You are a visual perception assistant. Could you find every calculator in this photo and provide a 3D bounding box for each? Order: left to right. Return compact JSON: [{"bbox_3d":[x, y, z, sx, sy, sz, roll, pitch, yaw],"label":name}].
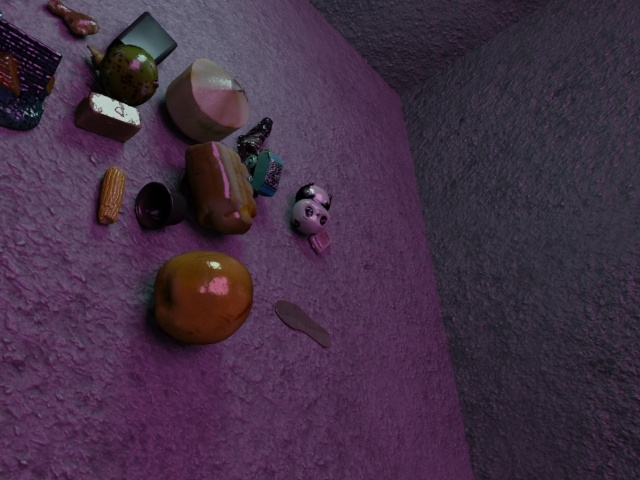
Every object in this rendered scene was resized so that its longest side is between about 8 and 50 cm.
[{"bbox_3d":[0.000,0.000,2.246,0.100,0.032,0.175,60,34,-7],"label":"calculator"}]

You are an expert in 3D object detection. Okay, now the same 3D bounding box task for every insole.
[{"bbox_3d":[-0.070,0.358,1.936,0.348,0.009,0.119,42,39,-30],"label":"insole"}]

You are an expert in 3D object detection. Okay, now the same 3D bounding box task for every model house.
[{"bbox_3d":[-0.846,-0.477,1.218,0.261,0.241,0.226,27,46,-43],"label":"model house"}]

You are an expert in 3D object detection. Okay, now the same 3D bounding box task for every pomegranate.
[{"bbox_3d":[-0.688,-0.581,1.562,0.263,0.211,0.211,21,42,-1],"label":"pomegranate"}]

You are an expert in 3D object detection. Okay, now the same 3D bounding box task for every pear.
[{"bbox_3d":[-0.362,0.178,1.412,0.314,0.314,0.314,32,45,-39],"label":"pear"}]

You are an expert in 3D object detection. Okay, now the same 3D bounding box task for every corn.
[{"bbox_3d":[-0.655,-0.145,1.412,0.067,0.067,0.206,26,50,-43],"label":"corn"}]

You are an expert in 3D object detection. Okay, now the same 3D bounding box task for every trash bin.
[{"bbox_3d":[-0.687,-0.742,1.730,0.165,0.115,0.225,46,41,-28],"label":"trash bin"}]

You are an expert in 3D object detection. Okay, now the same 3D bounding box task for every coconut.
[{"bbox_3d":[-0.439,-0.547,1.769,0.323,0.323,0.323,32,45,-39],"label":"coconut"}]

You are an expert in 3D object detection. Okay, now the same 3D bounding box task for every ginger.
[{"bbox_3d":[-0.854,-0.759,1.551,0.165,0.067,0.096,17,54,-32],"label":"ginger"}]

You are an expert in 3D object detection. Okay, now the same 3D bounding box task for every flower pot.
[{"bbox_3d":[-0.525,-0.110,1.508,0.107,0.157,0.157,6,64,-68],"label":"flower pot"}]

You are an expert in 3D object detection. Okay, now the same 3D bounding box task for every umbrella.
[{"bbox_3d":[-0.300,-0.503,2.108,0.357,0.113,0.106,-74,143,-53],"label":"umbrella"}]

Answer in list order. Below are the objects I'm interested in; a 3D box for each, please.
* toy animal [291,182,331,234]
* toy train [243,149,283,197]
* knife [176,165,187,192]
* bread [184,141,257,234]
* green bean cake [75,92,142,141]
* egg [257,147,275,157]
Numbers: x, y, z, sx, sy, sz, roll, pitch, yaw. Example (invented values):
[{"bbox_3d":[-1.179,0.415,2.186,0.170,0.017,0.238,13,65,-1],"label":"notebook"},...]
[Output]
[{"bbox_3d":[-0.045,-0.139,2.153,0.187,0.165,0.235,30,45,-23],"label":"toy animal"},{"bbox_3d":[-0.251,-0.285,1.943,0.112,0.163,0.203,21,79,-50],"label":"toy train"},{"bbox_3d":[-0.522,-0.211,1.680,0.026,0.022,0.184,16,51,-16],"label":"knife"},{"bbox_3d":[-0.379,-0.173,1.688,0.300,0.210,0.341,-14,86,-79],"label":"bread"},{"bbox_3d":[-0.698,-0.405,1.487,0.179,0.109,0.085,13,59,-49],"label":"green bean cake"},{"bbox_3d":[-0.249,-0.379,2.107,0.110,0.085,0.085,50,36,-27],"label":"egg"}]
